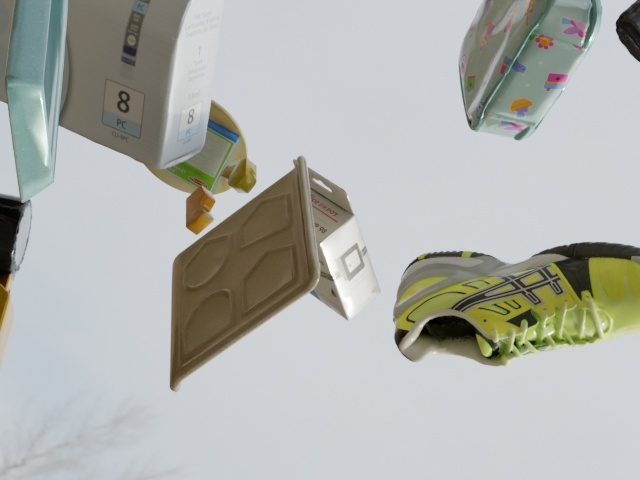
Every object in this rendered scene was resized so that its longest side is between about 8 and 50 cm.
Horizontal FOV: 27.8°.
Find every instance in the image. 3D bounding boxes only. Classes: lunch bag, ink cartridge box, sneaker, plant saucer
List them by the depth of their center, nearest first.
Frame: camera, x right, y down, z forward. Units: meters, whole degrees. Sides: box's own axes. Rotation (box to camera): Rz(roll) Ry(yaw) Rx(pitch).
[{"bbox_3d":[-0.133,-0.103,0.619,0.192,0.018,0.067,-98,-171,-49],"label":"plant saucer"},{"bbox_3d":[-0.239,-0.301,1.307,0.308,0.091,0.385,24,-59,24],"label":"ink cartridge box"},{"bbox_3d":[0.000,0.000,1.541,0.104,0.060,0.180,34,-24,40],"label":"ink cartridge box"},{"bbox_3d":[0.273,0.099,1.631,0.384,0.147,0.145,-6,-51,28],"label":"sneaker"},{"bbox_3d":[0.297,-0.302,1.853,0.279,0.107,0.224,118,-21,-43],"label":"lunch bag"}]

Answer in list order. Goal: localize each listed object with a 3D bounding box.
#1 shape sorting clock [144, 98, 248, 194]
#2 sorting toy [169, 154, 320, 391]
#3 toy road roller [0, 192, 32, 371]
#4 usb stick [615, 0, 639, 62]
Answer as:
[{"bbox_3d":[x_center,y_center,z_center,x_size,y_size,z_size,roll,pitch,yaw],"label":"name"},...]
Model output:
[{"bbox_3d":[-0.214,-0.160,2.108,0.206,0.040,0.206,9,-53,13],"label":"shape sorting clock"},{"bbox_3d":[-0.086,0.008,1.447,0.229,0.041,0.307,-39,-149,22],"label":"sorting toy"},{"bbox_3d":[-0.463,0.091,1.540,0.241,0.202,0.330,107,-7,-61],"label":"toy road roller"},{"bbox_3d":[0.488,-0.332,1.666,0.077,0.278,0.045,51,-17,-8],"label":"usb stick"}]
